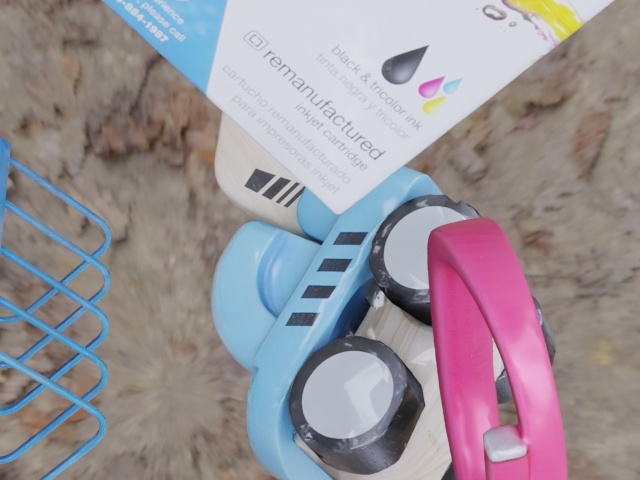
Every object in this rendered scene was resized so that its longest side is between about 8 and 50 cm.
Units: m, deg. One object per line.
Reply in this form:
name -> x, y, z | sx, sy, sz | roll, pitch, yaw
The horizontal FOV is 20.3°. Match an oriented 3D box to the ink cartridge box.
ink cartridge box -> 0.048, -0.196, 0.886 | 0.198, 0.197, 0.270 | 42, 121, -17

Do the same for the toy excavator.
toy excavator -> 0.000, 0.000, 1.662 | 0.445, 0.222, 0.433 | 21, 73, 33

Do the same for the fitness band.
fitness band -> 0.120, 0.119, 1.257 | 0.054, 0.291, 0.209 | -12, 45, -5

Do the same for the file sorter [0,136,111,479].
file sorter -> -0.187, 0.052, 1.011 | 0.118, 0.170, 0.104 | -39, 123, 25
